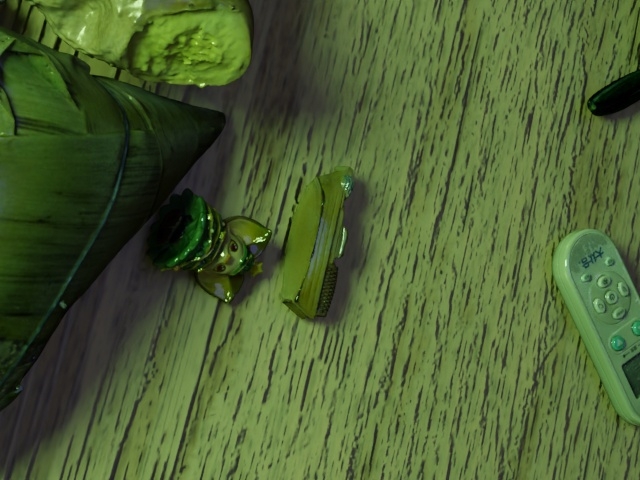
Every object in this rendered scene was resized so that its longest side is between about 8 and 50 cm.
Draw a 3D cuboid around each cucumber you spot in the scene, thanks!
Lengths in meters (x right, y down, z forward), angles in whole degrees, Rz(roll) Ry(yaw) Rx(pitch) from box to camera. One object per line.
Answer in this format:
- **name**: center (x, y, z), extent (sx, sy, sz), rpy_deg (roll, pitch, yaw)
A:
- **cucumber**: center (0.350, -0.170, 1.559), extent (0.184, 0.033, 0.036), rpy_deg (-22, 71, -31)

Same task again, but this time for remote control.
- **remote control**: center (0.304, 0.092, 1.493), extent (0.078, 0.042, 0.221), rpy_deg (-31, 100, -30)

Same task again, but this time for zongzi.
- **zongzi**: center (-0.218, 0.005, 1.172), extent (0.360, 0.160, 0.323), rpy_deg (8, 102, -60)

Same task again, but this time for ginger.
- **ginger**: center (-0.146, -0.252, 1.188), extent (0.218, 0.123, 0.270), rpy_deg (5, 50, -11)

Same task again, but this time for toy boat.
- **toy boat**: center (0.000, 0.000, 1.328), extent (0.049, 0.047, 0.149), rpy_deg (22, 75, -40)

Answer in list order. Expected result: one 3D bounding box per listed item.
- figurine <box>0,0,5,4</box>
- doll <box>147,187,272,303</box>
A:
- **figurine**: center (-0.325, -0.201, 1.122), extent (0.138, 0.125, 0.125), rpy_deg (45, 65, -17)
- **doll**: center (-0.102, 0.001, 1.272), extent (0.113, 0.076, 0.078), rpy_deg (26, 97, -54)
